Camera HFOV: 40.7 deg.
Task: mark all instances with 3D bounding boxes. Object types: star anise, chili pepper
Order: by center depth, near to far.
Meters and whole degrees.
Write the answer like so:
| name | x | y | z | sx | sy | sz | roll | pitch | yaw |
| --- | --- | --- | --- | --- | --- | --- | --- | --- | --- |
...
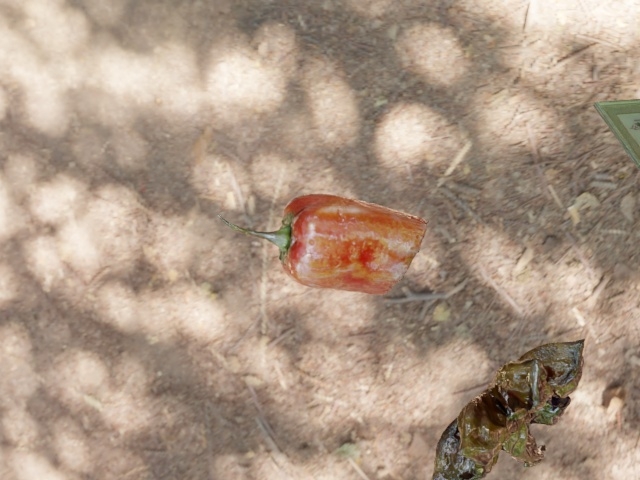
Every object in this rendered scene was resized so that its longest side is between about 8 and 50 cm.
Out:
| name | x | y | z | sx | sy | sz | roll | pitch | yaw |
| --- | --- | --- | --- | --- | --- | --- | --- | --- | --- |
| star anise | 0.148 | 0.139 | 0.684 | 0.057 | 0.168 | 0.168 | 44 | 119 | 36 |
| chili pepper | 0.000 | 0.000 | 0.776 | 0.192 | 0.084 | 0.086 | 12 | 87 | -15 |

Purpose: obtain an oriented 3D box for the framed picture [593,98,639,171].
| name | x | y | z | sx | sy | sz | roll | pitch | yaw |
| --- | --- | --- | --- | --- | --- | --- | --- | --- | --- |
| framed picture | 0.475 | -0.122 | 1.072 | 0.010 | 0.231 | 0.173 | 103 | 153 | -47 |
